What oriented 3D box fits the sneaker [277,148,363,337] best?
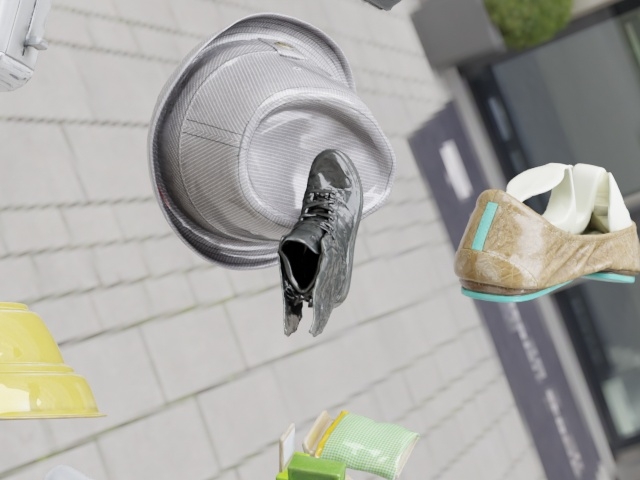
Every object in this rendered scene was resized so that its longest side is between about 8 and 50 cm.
[{"bbox_3d":[-0.002,0.000,1.341,0.089,0.051,0.170,19,73,-68],"label":"sneaker"}]

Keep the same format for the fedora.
[{"bbox_3d":[-0.023,-0.079,1.436,0.275,0.124,0.244,21,89,-46],"label":"fedora"}]

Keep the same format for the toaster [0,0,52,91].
[{"bbox_3d":[-0.359,-0.224,1.473,0.129,0.227,0.146,36,60,-75],"label":"toaster"}]

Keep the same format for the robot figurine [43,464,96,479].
[{"bbox_3d":[-0.297,0.351,1.493,0.300,0.353,0.200,-50,141,-25],"label":"robot figurine"}]

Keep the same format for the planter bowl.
[{"bbox_3d":[-0.271,0.093,1.185,0.217,0.217,0.090,17,69,-71],"label":"planter bowl"}]

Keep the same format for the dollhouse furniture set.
[{"bbox_3d":[0.015,0.147,1.110,0.152,0.076,0.058,-50,144,-59],"label":"dollhouse furniture set"}]

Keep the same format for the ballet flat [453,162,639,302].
[{"bbox_3d":[0.235,-0.014,1.533,0.342,0.116,0.124,-3,102,-55],"label":"ballet flat"}]

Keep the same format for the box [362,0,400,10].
[{"bbox_3d":[0.068,-0.231,0.559,0.103,0.261,0.184,20,58,-28],"label":"box"}]
